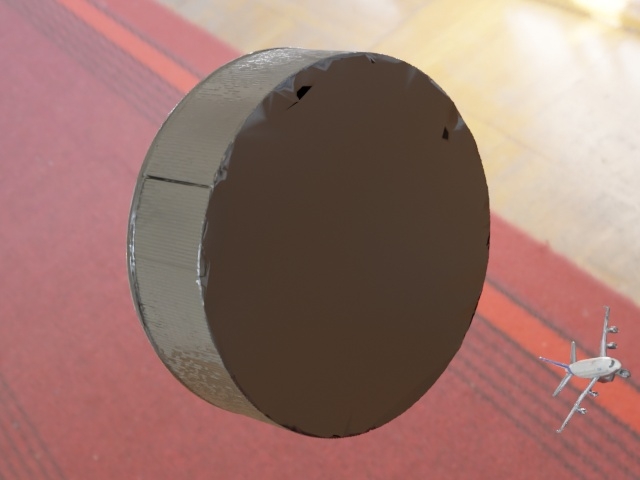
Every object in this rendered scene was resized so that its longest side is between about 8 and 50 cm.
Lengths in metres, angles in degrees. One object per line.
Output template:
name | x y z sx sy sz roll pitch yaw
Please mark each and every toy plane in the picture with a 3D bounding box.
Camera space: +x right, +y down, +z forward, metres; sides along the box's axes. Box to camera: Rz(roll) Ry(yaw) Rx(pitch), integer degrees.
toy plane | 0.151 0.071 0.733 0.078 0.024 0.084 -67 15 -11

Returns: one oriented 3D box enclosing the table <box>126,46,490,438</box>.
table | 0.000 0.000 0.459 0.043 0.133 0.133 10 55 49
